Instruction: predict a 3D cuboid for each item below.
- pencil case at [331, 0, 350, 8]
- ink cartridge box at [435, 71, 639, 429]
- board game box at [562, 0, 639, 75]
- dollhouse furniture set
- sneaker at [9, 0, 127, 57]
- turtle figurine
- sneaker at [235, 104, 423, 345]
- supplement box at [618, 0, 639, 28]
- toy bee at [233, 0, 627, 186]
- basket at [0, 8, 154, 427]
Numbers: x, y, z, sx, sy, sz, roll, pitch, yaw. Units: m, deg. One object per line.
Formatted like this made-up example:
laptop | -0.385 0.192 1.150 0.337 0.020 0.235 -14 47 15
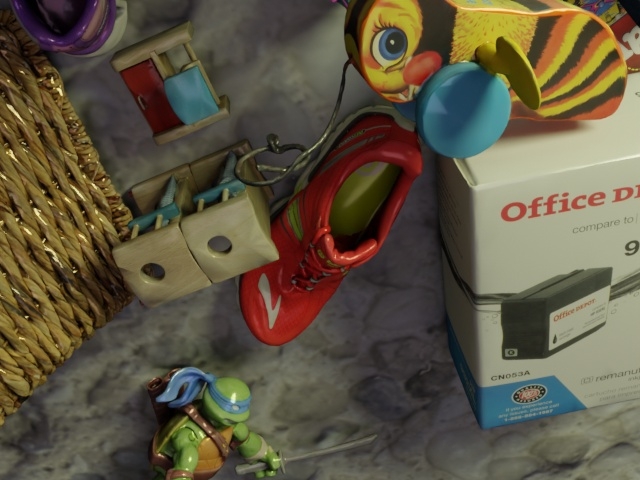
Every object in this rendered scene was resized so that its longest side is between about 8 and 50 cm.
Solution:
pencil case | 0.062 -0.250 0.548 0.151 0.070 0.064 -35 125 15
ink cartridge box | 0.239 0.020 0.663 0.223 0.129 0.307 -11 127 1
board game box | 0.252 -0.200 0.621 0.281 0.027 0.145 -37 117 14
dollhouse furniture set | -0.133 -0.065 0.596 0.129 0.129 0.184 -21 120 6
sneaker | -0.207 -0.243 0.505 0.095 0.104 0.236 -9 118 1
turtle figurine | -0.114 0.296 0.763 0.274 0.198 0.266 33 115 -18
sneaker | 0.000 0.000 0.652 0.107 0.118 0.279 24 114 -17
supplement box | 0.285 -0.226 0.561 0.083 0.056 0.083 39 109 -22
toy bee | 0.087 -0.141 0.501 0.298 0.195 0.162 -24 126 -24
basket | -0.335 -0.018 0.620 0.213 0.223 0.299 1 126 35
